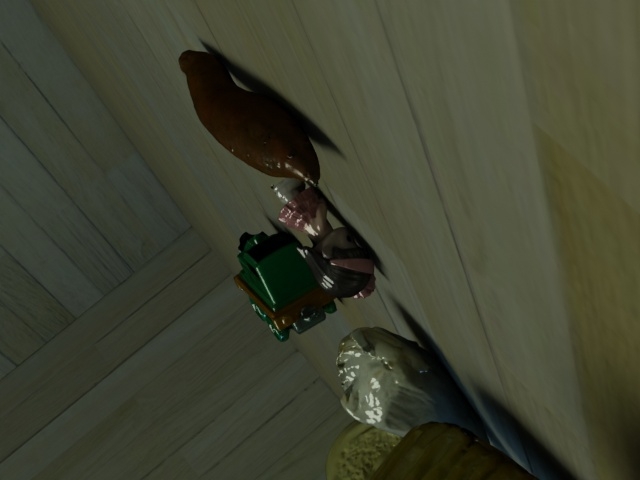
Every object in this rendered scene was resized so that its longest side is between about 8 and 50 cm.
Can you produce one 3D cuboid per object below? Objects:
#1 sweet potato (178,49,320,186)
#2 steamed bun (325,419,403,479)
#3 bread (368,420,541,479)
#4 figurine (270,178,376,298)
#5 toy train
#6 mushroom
[{"bbox_3d":[-0.065,-0.099,1.005,0.264,0.057,0.057,40,168,51],"label":"sweet potato"},{"bbox_3d":[0.138,0.324,1.537,0.232,0.166,0.273,40,-176,-28],"label":"steamed bun"},{"bbox_3d":[0.147,0.291,1.110,0.253,0.142,0.227,35,146,25],"label":"bread"},{"bbox_3d":[0.000,0.000,1.133,0.129,0.054,0.072,51,178,13],"label":"figurine"},{"bbox_3d":[-0.055,0.047,1.629,0.136,0.091,0.227,66,169,-25],"label":"toy train"},{"bbox_3d":[0.109,0.184,1.247,0.278,0.099,0.096,50,-141,-32],"label":"mushroom"}]
